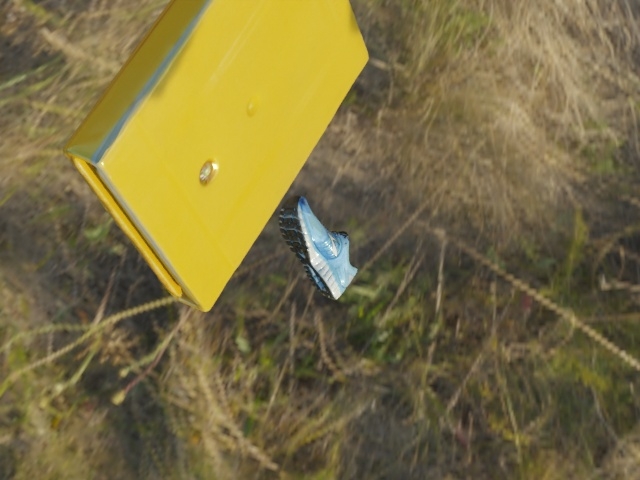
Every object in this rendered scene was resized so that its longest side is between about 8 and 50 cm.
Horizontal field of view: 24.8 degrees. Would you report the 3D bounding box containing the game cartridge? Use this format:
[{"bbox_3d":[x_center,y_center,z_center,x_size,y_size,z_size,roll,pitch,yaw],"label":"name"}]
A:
[{"bbox_3d":[-0.080,-0.131,1.335,0.053,0.323,0.285,22,159,25],"label":"game cartridge"}]

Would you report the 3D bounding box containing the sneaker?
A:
[{"bbox_3d":[0.000,0.000,1.998,0.073,0.063,0.162,-40,121,-21],"label":"sneaker"}]
